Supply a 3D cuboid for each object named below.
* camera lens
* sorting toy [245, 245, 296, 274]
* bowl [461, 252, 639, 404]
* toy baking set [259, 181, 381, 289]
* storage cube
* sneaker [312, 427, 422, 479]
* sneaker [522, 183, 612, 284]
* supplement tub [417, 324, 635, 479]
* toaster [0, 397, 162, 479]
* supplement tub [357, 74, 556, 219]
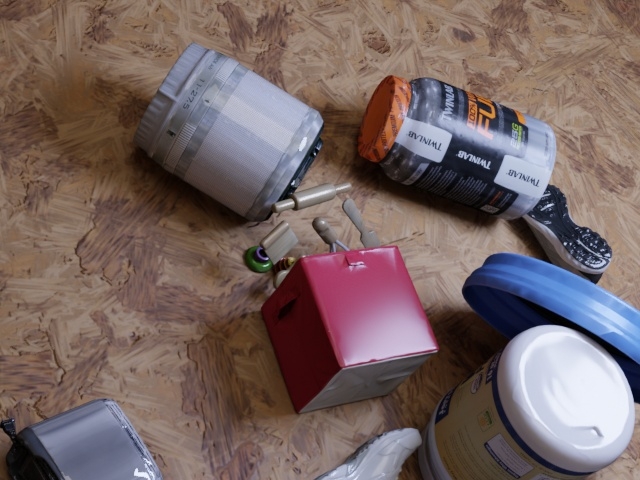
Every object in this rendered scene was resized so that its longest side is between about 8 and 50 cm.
[{"bbox_3d":[-0.148,-0.178,1.791,0.274,0.219,0.219,31,50,-5],"label":"camera lens"},{"bbox_3d":[-0.074,0.030,1.805,0.102,0.042,0.061,25,51,-10],"label":"sorting toy"},{"bbox_3d":[0.422,0.146,1.767,0.391,0.391,0.077,33,80,-4],"label":"bowl"},{"bbox_3d":[-0.001,-0.006,1.792,0.256,0.197,0.030,-23,35,-33],"label":"toy baking set"},{"bbox_3d":[0.045,0.141,1.700,0.214,0.184,0.193,-5,62,-30],"label":"storage cube"},{"bbox_3d":[0.078,0.377,1.633,0.232,0.090,0.115,-30,82,-29],"label":"sneaker"},{"bbox_3d":[0.460,-0.013,2.086,0.100,0.108,0.272,-20,53,-17],"label":"sneaker"},{"bbox_3d":[0.307,0.293,1.644,0.228,0.316,0.228,13,54,-19],"label":"supplement tub"},{"bbox_3d":[-0.320,0.314,1.434,0.146,0.129,0.227,-23,69,-41],"label":"toaster"},{"bbox_3d":[0.255,-0.181,2.011,0.337,0.207,0.207,18,52,-16],"label":"supplement tub"}]
